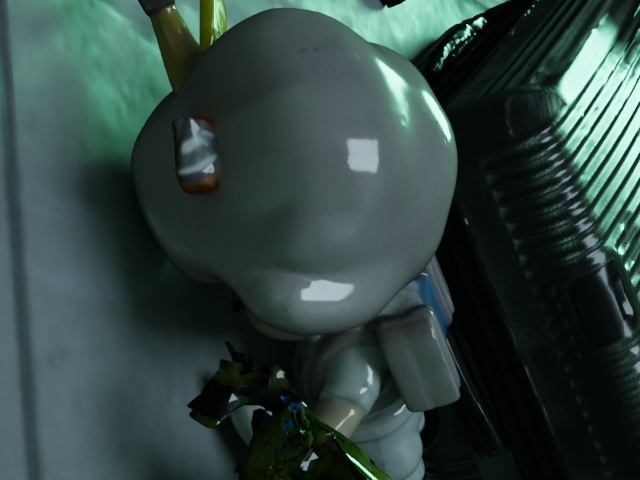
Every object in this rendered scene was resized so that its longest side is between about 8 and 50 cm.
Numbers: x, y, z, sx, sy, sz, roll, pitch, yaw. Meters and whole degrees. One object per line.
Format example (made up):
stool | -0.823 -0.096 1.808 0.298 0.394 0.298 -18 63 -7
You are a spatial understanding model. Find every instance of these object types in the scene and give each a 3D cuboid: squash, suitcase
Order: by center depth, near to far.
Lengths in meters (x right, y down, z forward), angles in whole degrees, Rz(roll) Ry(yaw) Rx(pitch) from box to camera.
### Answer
squash | 0.038 0.171 0.528 0.331 0.087 0.087 62 30 -31
suitcase | 0.119 -0.016 0.729 0.202 0.128 0.312 66 28 -13

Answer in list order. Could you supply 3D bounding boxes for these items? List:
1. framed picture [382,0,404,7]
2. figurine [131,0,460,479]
framed picture | 0.014 -0.275 0.781 0.265 0.018 0.192 64 30 -23
figurine | 0.000 0.000 0.525 0.137 0.112 0.229 -74 151 -53
